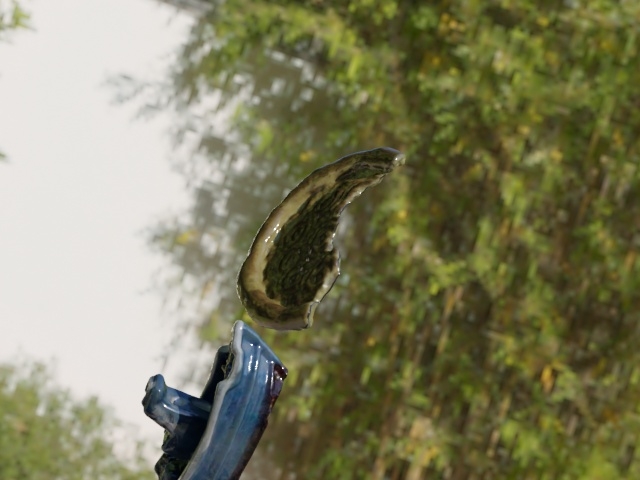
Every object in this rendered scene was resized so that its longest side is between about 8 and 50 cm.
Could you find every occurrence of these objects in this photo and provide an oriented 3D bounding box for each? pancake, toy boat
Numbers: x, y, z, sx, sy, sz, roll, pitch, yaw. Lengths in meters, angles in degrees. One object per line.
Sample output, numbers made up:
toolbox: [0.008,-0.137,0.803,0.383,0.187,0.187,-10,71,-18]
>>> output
pancake: [0.000,0.000,1.362,0.020,0.184,0.190,46,24,-34]
toy boat: [-0.151,0.223,1.841,0.142,0.309,0.129,25,21,-10]
